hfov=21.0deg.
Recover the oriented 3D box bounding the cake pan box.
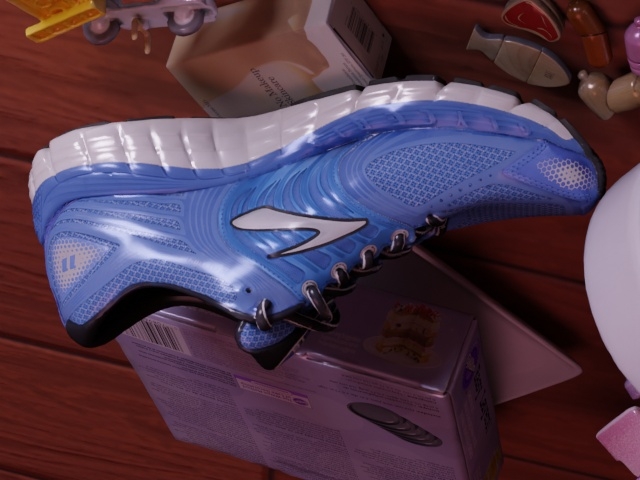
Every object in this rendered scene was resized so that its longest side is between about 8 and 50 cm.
[{"bbox_3d":[-0.013,0.099,1.201,0.267,0.070,0.246,14,152,19],"label":"cake pan box"}]

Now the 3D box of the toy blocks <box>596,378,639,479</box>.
[{"bbox_3d":[0.269,0.149,1.121,0.260,0.309,0.288,50,131,8],"label":"toy blocks"}]

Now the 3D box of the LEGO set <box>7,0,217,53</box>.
[{"bbox_3d":[-0.142,-0.196,0.826,0.132,0.107,0.287,-9,157,7],"label":"LEGO set"}]

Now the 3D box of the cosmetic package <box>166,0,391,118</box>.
[{"bbox_3d":[-0.024,-0.108,0.986,0.115,0.041,0.060,-12,137,35],"label":"cosmetic package"}]

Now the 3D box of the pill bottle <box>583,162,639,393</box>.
[{"bbox_3d":[0.293,-0.041,0.805,0.204,0.204,0.361,27,145,-15],"label":"pill bottle"}]

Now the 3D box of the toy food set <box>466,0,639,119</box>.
[{"bbox_3d":[0.148,-0.104,0.943,0.122,0.019,0.078,28,144,-4],"label":"toy food set"}]

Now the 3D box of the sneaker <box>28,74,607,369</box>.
[{"bbox_3d":[0.000,0.000,0.983,0.330,0.147,0.130,-9,165,10],"label":"sneaker"}]

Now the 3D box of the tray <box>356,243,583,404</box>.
[{"bbox_3d":[0.040,0.033,1.169,0.270,0.030,0.145,35,142,-26],"label":"tray"}]
